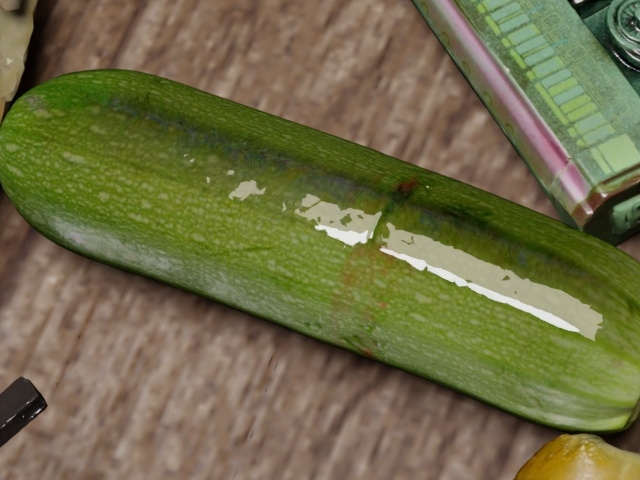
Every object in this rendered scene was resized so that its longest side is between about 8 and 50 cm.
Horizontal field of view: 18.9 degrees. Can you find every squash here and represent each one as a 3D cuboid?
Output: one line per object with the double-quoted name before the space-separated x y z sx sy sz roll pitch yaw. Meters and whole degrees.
"squash" 0.000 0.000 0.595 0.229 0.066 0.066 21 71 20

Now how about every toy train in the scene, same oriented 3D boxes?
"toy train" 0.078 -0.068 0.626 0.071 0.038 0.148 -29 62 -4

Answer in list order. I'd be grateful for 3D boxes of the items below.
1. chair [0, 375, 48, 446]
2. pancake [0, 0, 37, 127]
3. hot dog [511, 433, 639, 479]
"chair" -0.134 0.147 0.532 0.212 0.084 0.101 -36 46 -8
"pancake" -0.280 -0.065 0.675 0.382 0.071 0.382 -3 66 8
"hot dog" 0.022 0.176 0.503 0.061 0.088 0.286 23 66 19
